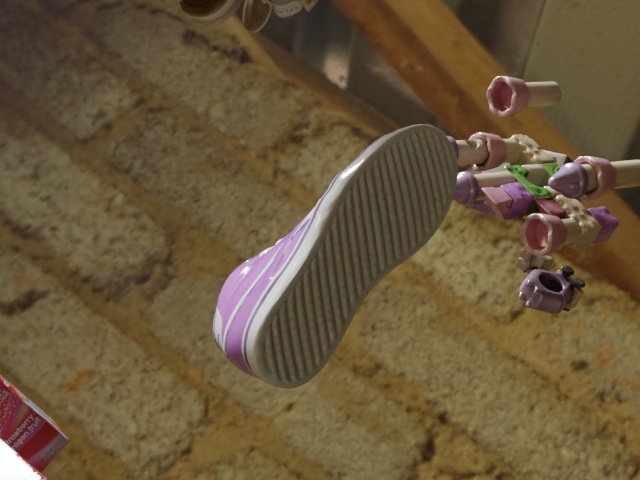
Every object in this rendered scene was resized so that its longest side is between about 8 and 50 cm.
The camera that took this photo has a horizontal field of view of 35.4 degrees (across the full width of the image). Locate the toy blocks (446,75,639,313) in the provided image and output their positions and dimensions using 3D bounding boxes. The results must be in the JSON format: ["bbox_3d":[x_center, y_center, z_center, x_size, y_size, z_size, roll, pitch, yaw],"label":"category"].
[{"bbox_3d":[0.298,-0.065,1.607,0.288,0.260,0.309,53,-42,37],"label":"toy blocks"}]

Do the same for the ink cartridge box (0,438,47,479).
[{"bbox_3d":[-0.331,0.315,1.069,0.127,0.072,0.175,19,-55,45],"label":"ink cartridge box"}]

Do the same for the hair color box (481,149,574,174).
[{"bbox_3d":[0.423,-0.141,2.055,0.167,0.093,0.053,19,-4,38],"label":"hair color box"}]

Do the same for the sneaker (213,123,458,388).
[{"bbox_3d":[-0.001,0.000,0.939,0.102,0.282,0.161,47,-15,-22],"label":"sneaker"}]

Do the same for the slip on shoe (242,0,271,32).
[{"bbox_3d":[-0.100,-0.412,1.688,0.051,0.041,0.135,40,-61,14],"label":"slip on shoe"}]

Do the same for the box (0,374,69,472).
[{"bbox_3d":[-0.452,0.295,1.244,0.128,0.257,0.122,46,-16,-17],"label":"box"}]

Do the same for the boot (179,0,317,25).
[{"bbox_3d":[-0.059,-0.272,1.014,0.077,0.213,0.165,13,-21,21],"label":"boot"}]
